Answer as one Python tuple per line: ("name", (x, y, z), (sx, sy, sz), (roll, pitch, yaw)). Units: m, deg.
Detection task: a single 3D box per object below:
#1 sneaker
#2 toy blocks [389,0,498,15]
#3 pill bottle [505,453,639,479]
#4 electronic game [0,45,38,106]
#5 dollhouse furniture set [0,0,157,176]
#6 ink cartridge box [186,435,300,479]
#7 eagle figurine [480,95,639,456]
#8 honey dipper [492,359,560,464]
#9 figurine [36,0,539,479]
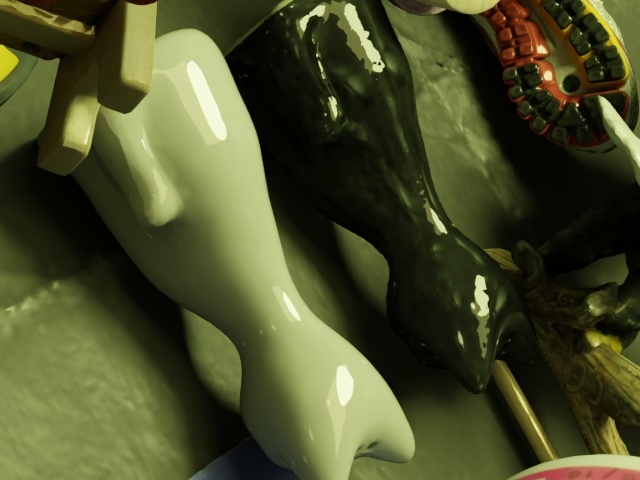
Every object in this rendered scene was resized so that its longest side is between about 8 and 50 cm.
("sneaker", (0.126, -0.147, 1.072), (0.092, 0.088, 0.225), (24, 43, -65))
("toy blocks", (0.044, -0.289, 0.899), (0.309, 0.260, 0.289), (-35, 118, -16))
("pill bottle", (0.056, 0.196, 0.528), (0.160, 0.160, 0.283), (54, 35, -2))
("electronic game", (-0.205, -0.141, 0.699), (0.229, 0.048, 0.229), (29, 44, -32))
("dollhouse furniture set", (-0.197, -0.175, 0.541), (0.374, 0.201, 0.152), (17, 60, -27))
("ink cartridge box", (0.015, 0.232, 0.645), (0.307, 0.072, 0.303), (59, 36, 1))
("eagle figurine", (0.228, -0.011, 0.947), (0.298, 0.225, 0.226), (-24, 110, -19))
("honey dipper", (0.113, 0.105, 0.888), (0.030, 0.030, 0.161), (-14, 71, -52))
("figurine", (0.000, 0.000, 0.787), (0.209, 0.092, 0.215), (57, 37, 2))
